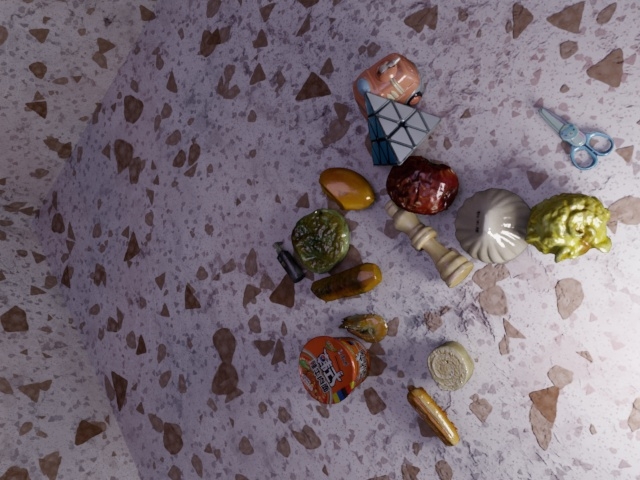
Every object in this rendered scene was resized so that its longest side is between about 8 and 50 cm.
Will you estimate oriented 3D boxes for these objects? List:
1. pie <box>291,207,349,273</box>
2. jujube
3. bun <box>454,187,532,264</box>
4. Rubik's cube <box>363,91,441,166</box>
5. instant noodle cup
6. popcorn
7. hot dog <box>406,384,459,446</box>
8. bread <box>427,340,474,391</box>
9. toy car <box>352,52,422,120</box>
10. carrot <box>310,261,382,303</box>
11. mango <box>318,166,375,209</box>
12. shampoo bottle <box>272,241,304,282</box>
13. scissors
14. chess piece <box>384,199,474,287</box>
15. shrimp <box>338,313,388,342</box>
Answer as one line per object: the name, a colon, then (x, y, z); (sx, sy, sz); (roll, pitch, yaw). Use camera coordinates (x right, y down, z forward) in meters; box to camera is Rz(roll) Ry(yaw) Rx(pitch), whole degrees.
pie: (0.000, 0.000, 1.876); (0.276, 0.078, 0.278); (-1, 88, 31)
jujube: (0.358, -0.192, 1.589); (0.232, 0.212, 0.213); (34, 105, 37)
bun: (0.559, -0.053, 1.476); (0.262, 0.175, 0.264); (-4, 83, 32)
Rubik's cube: (0.271, -0.383, 1.640); (0.228, 0.228, 0.234); (20, 97, 33)
instant noodle cup: (0.067, 0.486, 1.734); (0.250, 0.192, 0.251); (-3, 85, 32)
popcorn: (0.745, -0.033, 1.345); (0.235, 0.181, 0.217); (-36, 90, 0)
hot dog: (0.398, 0.609, 1.584); (0.076, 0.102, 0.249); (-34, 66, -19)
bread: (0.448, 0.427, 1.531); (0.133, 0.141, 0.148); (-23, 76, 25)
toy car: (0.238, -0.578, 1.687); (0.270, 0.212, 0.181); (-34, 70, 26)
carrot: (0.101, 0.173, 1.781); (0.301, 0.114, 0.114); (-22, 75, 31)
mango: (0.105, -0.207, 1.797); (0.251, 0.126, 0.154); (26, 81, 22)
shampoo bottle: (-0.145, 0.090, 1.973); (0.057, 0.063, 0.208); (-49, 66, 31)
scissors: (0.798, -0.343, 1.429); (0.125, 0.030, 0.256); (-46, 67, 19)
chess piece: (0.374, -0.007, 1.629); (0.117, 0.117, 0.397); (-51, 61, 19)
shrimp: (0.164, 0.348, 1.768); (0.216, 0.051, 0.115); (-5, 86, 29)
